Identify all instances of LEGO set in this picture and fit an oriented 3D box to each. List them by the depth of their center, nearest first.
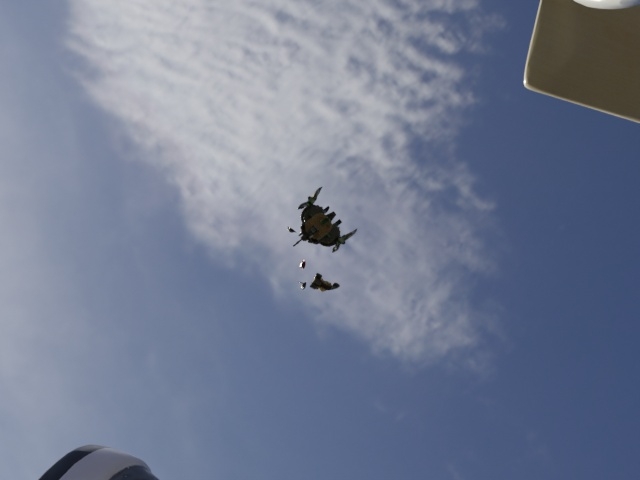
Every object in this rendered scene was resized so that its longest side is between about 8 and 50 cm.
[{"bbox_3d":[-0.003,0.001,0.869,0.054,0.083,0.023,19,-12,-4],"label":"LEGO set"}]

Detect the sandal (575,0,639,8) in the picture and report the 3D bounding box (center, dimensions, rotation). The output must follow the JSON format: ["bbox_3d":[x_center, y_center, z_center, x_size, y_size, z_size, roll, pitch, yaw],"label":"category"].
[{"bbox_3d":[0.057,-0.202,0.196,0.102,0.169,0.416,-12,-26,-7],"label":"sandal"}]

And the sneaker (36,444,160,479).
[{"bbox_3d":[-0.063,0.222,0.379,0.178,0.295,0.124,8,-30,17],"label":"sneaker"}]

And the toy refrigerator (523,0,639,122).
[{"bbox_3d":[0.239,-0.088,0.512,0.269,0.094,0.102,24,-66,38],"label":"toy refrigerator"}]
